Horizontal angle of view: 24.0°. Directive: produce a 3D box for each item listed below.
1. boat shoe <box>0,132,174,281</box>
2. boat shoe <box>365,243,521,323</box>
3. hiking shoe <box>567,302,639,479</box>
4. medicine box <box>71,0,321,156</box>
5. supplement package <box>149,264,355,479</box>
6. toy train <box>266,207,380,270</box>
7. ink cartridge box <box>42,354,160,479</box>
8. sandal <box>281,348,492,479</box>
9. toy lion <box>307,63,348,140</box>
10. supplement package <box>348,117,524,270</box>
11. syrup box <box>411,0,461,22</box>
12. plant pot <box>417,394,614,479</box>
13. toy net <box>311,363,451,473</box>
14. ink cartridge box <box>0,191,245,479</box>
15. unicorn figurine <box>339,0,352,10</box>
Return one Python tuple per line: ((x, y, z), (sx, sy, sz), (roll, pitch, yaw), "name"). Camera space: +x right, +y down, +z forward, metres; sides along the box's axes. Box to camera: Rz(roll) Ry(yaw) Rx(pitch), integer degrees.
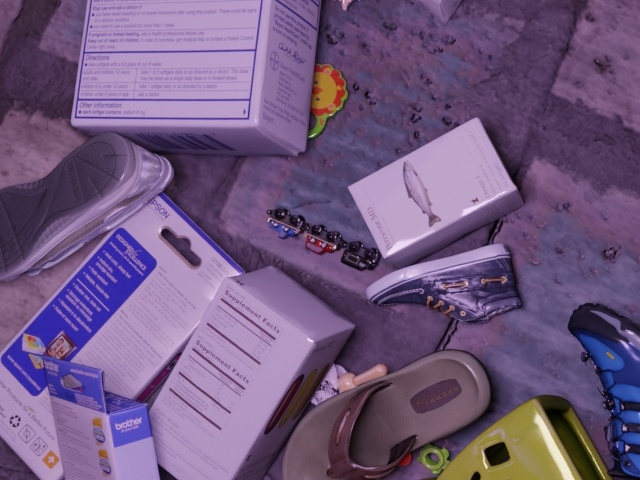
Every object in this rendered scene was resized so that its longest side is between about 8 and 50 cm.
((-0.329, -0.030, 1.923), (0.320, 0.103, 0.118), (-32, 60, 27), "boat shoe")
((0.150, 0.067, 1.832), (0.183, 0.065, 0.083), (-17, 76, 9), "boat shoe")
((0.369, 0.209, 1.726), (0.132, 0.113, 0.304), (-36, 74, -5), "hiking shoe")
((-0.148, -0.263, 1.892), (0.263, 0.149, 0.289), (3, 80, 24), "medicine box")
((-0.091, 0.170, 1.798), (0.134, 0.139, 0.244), (35, 108, 16), "supplement package")
((0.000, 0.000, 1.899), (0.158, 0.027, 0.036), (24, 97, 15), "toy train")
((-0.247, 0.288, 1.786), (0.065, 0.186, 0.311), (-15, 99, -29), "ink cartridge box")
((0.064, 0.223, 1.777), (0.303, 0.086, 0.120), (-37, 88, 27), "sandal")
((-0.012, -0.177, 1.932), (0.096, 0.034, 0.100), (0, 81, 5), "toy lion")
((0.142, -0.054, 1.834), (0.179, 0.105, 0.105), (-29, 76, 7), "supplement package")
((0.182, -0.404, 1.890), (0.093, 0.096, 0.237), (34, 89, 14), "syrup box")
((0.227, 0.321, 1.695), (0.207, 0.228, 0.227), (-32, 75, 13), "plant pot")
((0.066, 0.199, 1.845), (0.232, 0.045, 0.122), (17, 110, 18), "toy net")
((-0.270, 0.123, 1.919), (0.176, 0.069, 0.371), (43, 94, 17), "ink cartridge box")
((0.036, -0.385, 1.946), (0.111, 0.060, 0.162), (-24, 92, 7), "unicorn figurine")
